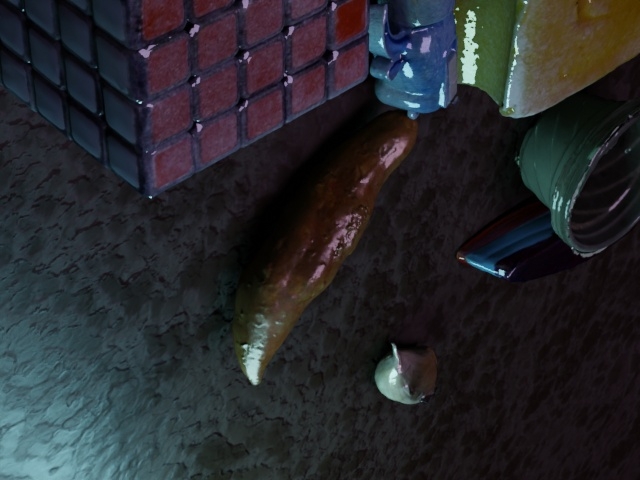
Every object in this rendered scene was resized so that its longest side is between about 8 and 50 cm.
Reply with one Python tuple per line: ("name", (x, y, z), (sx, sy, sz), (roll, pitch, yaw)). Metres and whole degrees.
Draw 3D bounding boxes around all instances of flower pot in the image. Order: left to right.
("flower pot", (0.358, -0.108, 1.844), (0.235, 0.140, 0.235), (-31, 139, -31))

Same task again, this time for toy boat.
("toy boat", (0.340, -0.006, 1.987), (0.392, 0.079, 0.136), (-18, 132, -47))

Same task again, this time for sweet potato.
("sweet potato", (-0.010, -0.001, 1.511), (0.106, 0.095, 0.355), (29, 93, -52))

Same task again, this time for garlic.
("garlic", (0.108, 0.181, 1.873), (0.152, 0.066, 0.084), (10, 85, -59))

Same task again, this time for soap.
("soap", (0.279, -0.338, 1.519), (0.293, 0.156, 0.335), (-32, 144, -31))

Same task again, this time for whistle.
("whistle", (0.095, -0.231, 1.417), (0.269, 0.093, 0.180), (83, 30, -42))

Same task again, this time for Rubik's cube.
("Rubik's cube", (-0.118, -0.218, 1.039), (0.237, 0.237, 0.238), (-30, 141, -31))
